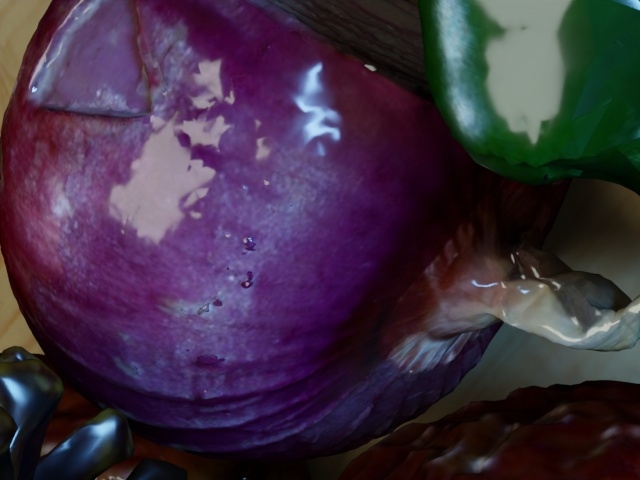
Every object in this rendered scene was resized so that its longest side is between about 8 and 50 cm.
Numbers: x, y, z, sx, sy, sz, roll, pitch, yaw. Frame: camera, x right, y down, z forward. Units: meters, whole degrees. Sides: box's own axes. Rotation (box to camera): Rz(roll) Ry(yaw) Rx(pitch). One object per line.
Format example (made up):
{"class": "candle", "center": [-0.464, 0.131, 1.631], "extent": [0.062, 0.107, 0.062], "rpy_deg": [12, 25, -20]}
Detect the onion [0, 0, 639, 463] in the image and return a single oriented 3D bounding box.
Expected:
{"class": "onion", "center": [-0.023, -0.010, 0.683], "extent": [0.230, 0.256, 0.272], "rpy_deg": [-58, 31, 22]}

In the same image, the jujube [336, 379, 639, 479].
{"class": "jujube", "center": [0.093, 0.149, 0.580], "extent": [0.213, 0.232, 0.213], "rpy_deg": [2, 93, 36]}

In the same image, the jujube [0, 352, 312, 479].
{"class": "jujube", "center": [-0.146, 0.157, 0.898], "extent": [0.290, 0.197, 0.197], "rpy_deg": [-4, 100, 32]}

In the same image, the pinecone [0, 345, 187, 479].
{"class": "pinecone", "center": [-0.151, 0.152, 0.580], "extent": [0.264, 0.264, 0.264], "rpy_deg": [16, 114, 41]}

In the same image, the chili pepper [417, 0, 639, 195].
{"class": "chili pepper", "center": [0.157, -0.093, 0.472], "extent": [0.233, 0.256, 0.248], "rpy_deg": [20, 116, 27]}
